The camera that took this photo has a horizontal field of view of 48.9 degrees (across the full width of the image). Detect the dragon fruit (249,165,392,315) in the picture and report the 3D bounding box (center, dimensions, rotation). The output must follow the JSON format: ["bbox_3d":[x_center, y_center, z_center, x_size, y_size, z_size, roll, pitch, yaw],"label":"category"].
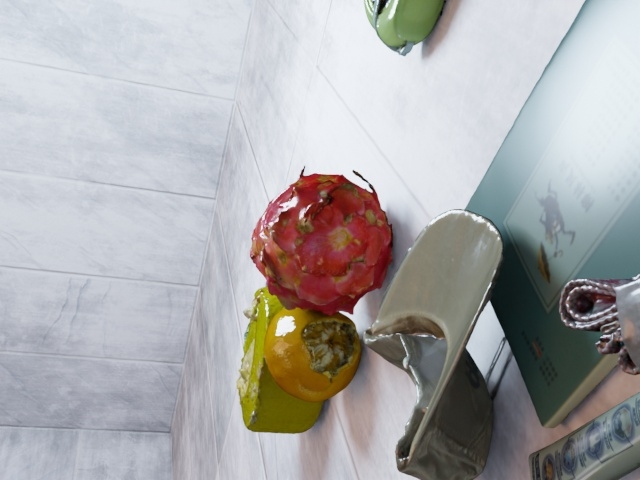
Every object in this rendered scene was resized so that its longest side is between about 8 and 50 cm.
[{"bbox_3d":[0.000,0.000,1.021,0.205,0.210,0.268,-38,23,-2],"label":"dragon fruit"}]

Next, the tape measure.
[{"bbox_3d":[0.116,-0.350,0.954,0.154,0.087,0.177,-116,33,-40],"label":"tape measure"}]

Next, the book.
[{"bbox_3d":[0.228,-0.061,0.566,0.264,0.031,0.379,-100,23,-45],"label":"book"}]

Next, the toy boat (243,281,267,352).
[{"bbox_3d":[-0.066,0.115,1.352,0.293,0.108,0.099,-70,-12,21],"label":"toy boat"}]

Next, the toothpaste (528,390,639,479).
[{"bbox_3d":[0.214,0.150,0.515,0.239,0.039,0.062,115,160,-51],"label":"toothpaste"}]

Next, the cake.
[{"bbox_3d":[-0.065,0.213,1.230,0.179,0.156,0.261,-133,50,-77],"label":"cake"}]

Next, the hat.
[{"bbox_3d":[0.138,0.112,0.689,0.245,0.149,0.214,-52,21,21],"label":"hat"}]

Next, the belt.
[{"bbox_3d":[0.238,0.028,0.411,0.232,0.053,0.071,-38,64,59],"label":"belt"}]

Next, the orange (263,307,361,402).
[{"bbox_3d":[-0.009,0.164,1.064,0.134,0.154,0.155,-33,45,30],"label":"orange"}]
